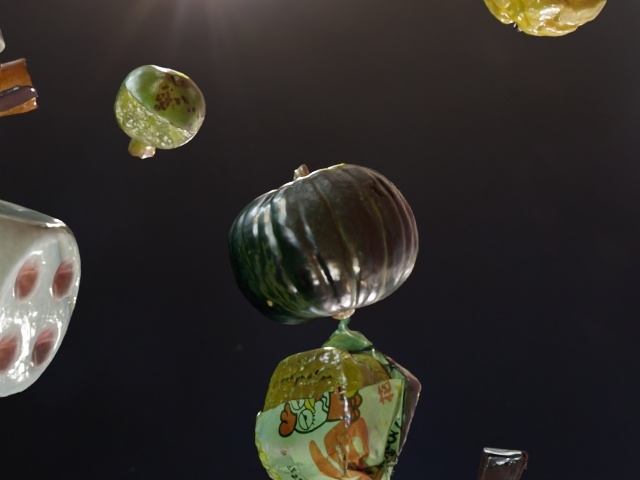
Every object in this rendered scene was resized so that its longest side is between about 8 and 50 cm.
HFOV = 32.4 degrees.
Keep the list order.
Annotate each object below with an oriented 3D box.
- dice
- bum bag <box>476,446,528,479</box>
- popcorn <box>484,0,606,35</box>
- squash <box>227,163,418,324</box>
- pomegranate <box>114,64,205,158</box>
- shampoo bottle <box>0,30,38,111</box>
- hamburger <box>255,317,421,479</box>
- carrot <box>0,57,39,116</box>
[{"bbox_3d":[-0.533,0.067,1.636,0.264,0.268,0.262,17,-177,14],"label":"dice"},{"bbox_3d":[0.326,0.465,2.057,0.026,0.109,0.159,31,-110,-29],"label":"bum bag"},{"bbox_3d":[0.273,-0.320,1.336,0.167,0.152,0.148,-12,-113,-32],"label":"popcorn"},{"bbox_3d":[0.002,0.005,1.247,0.218,0.218,0.172,-62,-50,-68],"label":"squash"},{"bbox_3d":[-0.259,-0.213,1.779,0.143,0.169,0.122,18,-118,-9],"label":"pomegranate"},{"bbox_3d":[-0.442,-0.260,1.342,0.284,0.153,0.071,57,-175,19],"label":"shampoo bottle"},{"bbox_3d":[0.013,0.204,1.411,0.125,0.214,0.235,22,-105,-47],"label":"hamburger"},{"bbox_3d":[-0.481,-0.182,1.456,0.072,0.205,0.072,163,90,-77],"label":"carrot"}]
